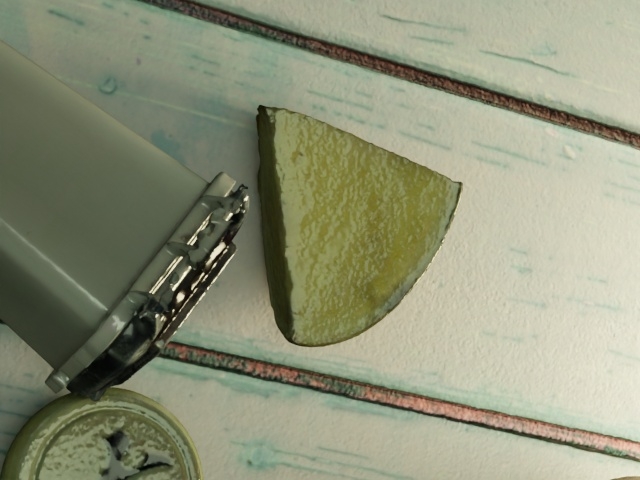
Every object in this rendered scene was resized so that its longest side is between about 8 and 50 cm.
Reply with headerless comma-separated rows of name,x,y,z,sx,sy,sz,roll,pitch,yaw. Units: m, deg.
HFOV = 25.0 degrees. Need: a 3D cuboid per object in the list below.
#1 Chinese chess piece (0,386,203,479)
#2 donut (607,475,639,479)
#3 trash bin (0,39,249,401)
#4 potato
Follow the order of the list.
Chinese chess piece,-0.243,0.282,1.617,0.238,0.092,0.237,4,78,-19
donut,0.379,0.477,1.794,0.383,0.142,0.382,12,72,-41
trash bin,-0.283,-0.038,1.522,0.368,0.296,0.256,40,62,-7
potato,0.000,0.000,1.728,0.269,0.112,0.255,22,85,-16
